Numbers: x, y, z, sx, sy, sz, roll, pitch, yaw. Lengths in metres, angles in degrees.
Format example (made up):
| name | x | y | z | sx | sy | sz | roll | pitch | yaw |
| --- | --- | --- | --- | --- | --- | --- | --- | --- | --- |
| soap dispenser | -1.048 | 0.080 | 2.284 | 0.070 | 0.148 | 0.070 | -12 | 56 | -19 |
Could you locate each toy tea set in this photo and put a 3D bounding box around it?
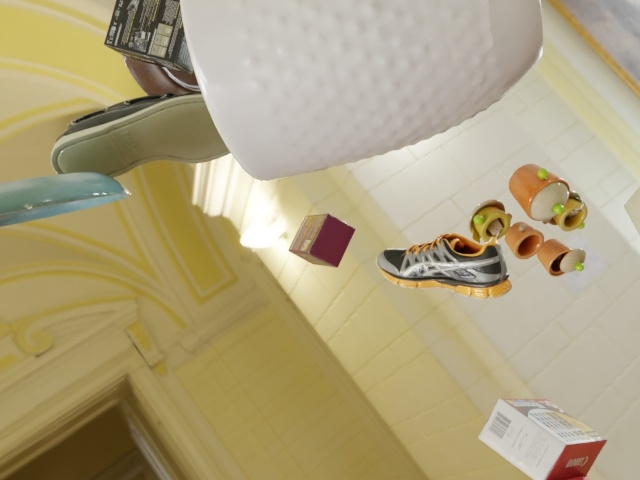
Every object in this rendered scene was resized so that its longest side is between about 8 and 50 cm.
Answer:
| name | x | y | z | sx | sy | sz | roll | pitch | yaw |
| --- | --- | --- | --- | --- | --- | --- | --- | --- | --- |
| toy tea set | 0.468 | -0.020 | 1.329 | 0.336 | 0.124 | 0.200 | 23 | -67 | -36 |

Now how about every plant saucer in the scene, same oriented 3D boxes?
| name | x | y | z | sx | sy | sz | roll | pitch | yaw |
| --- | --- | --- | --- | --- | --- | --- | --- | --- | --- |
| plant saucer | -0.295 | -0.432 | 1.401 | 0.050 | 0.310 | 0.311 | -6 | 11 | 38 |
| plant saucer | -0.426 | -0.048 | 0.895 | 0.318 | 0.043 | 0.317 | -12 | 5 | 1 |

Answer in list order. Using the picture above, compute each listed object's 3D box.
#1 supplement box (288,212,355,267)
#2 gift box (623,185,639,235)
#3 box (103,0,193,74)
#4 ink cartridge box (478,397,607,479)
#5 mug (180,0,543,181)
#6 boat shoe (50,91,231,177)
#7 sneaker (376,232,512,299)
| name | x | y | z | sx | sy | sz | roll | pitch | yaw |
| --- | --- | --- | --- | --- | --- | --- | --- | --- | --- |
| supplement box | 0.000 | 0.000 | 1.548 | 0.104 | 0.081 | 0.188 | -64 | 16 | -7 |
| gift box | 0.652 | -0.058 | 1.042 | 0.255 | 0.276 | 0.258 | -26 | -18 | 1 |
| box | -0.287 | -0.412 | 1.175 | 0.077 | 0.147 | 0.180 | 1 | -74 | -77 |
| ink cartridge box | 0.624 | 0.546 | 1.725 | 0.309 | 0.272 | 0.130 | 15 | -77 | -48 |
| mug | 0.054 | -0.276 | 0.734 | 0.328 | 0.374 | 0.276 | -12 | -29 | 14 |
| boat shoe | -0.267 | -0.188 | 1.072 | 0.340 | 0.113 | 0.127 | -19 | -48 | -1 |
| sneaker | 0.181 | 0.027 | 0.972 | 0.215 | 0.083 | 0.084 | 6 | 24 | 34 |
